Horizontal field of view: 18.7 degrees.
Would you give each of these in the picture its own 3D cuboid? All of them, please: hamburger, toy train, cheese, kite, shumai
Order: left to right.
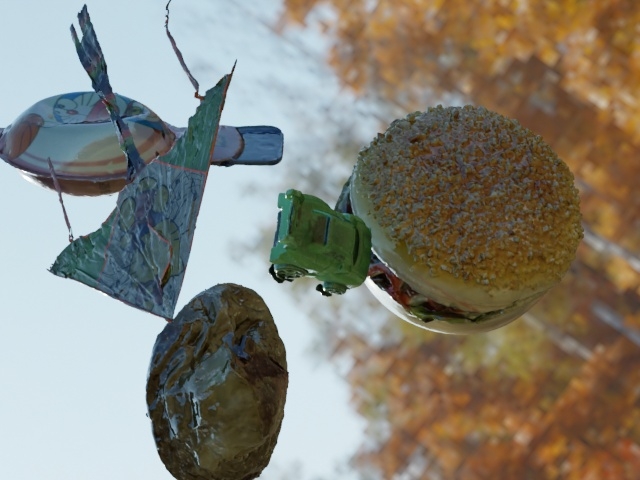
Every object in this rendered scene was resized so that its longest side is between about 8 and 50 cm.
[{"bbox_3d":[-0.109,-0.053,1.102,0.006,0.244,0.198,14,-48,-37],"label":"kite"},{"bbox_3d":[-0.177,-0.090,1.833,0.189,0.285,0.074,-89,0,-65],"label":"cheese"},{"bbox_3d":[-0.058,0.113,1.372,0.123,0.105,0.139,-5,-60,-40],"label":"shumai"},{"bbox_3d":[0.000,0.000,2.113,0.081,0.149,0.099,-16,60,51],"label":"toy train"},{"bbox_3d":[0.171,-0.028,2.324,0.302,0.302,0.170,-44,-15,-28],"label":"hamburger"}]
